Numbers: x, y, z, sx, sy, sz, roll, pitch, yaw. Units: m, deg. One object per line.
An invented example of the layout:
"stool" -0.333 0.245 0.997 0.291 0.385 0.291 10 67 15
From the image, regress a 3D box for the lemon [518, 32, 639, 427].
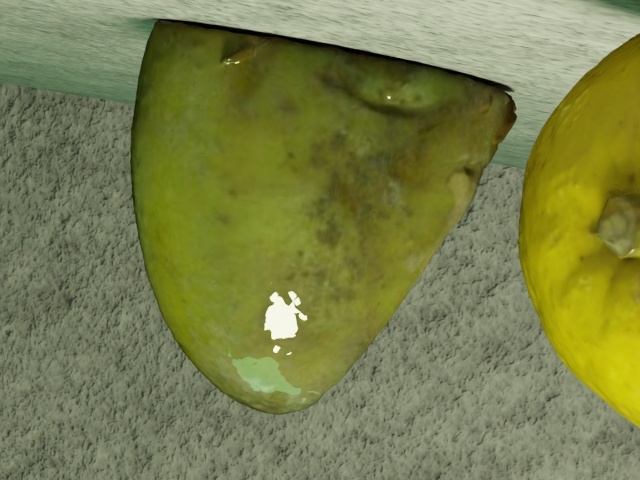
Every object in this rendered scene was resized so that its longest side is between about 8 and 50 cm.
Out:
"lemon" 0.160 -0.005 0.684 0.170 0.170 0.207 11 -171 32

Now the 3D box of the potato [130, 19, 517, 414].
"potato" 0.000 0.000 1.288 0.269 0.255 0.112 10 -177 -18
